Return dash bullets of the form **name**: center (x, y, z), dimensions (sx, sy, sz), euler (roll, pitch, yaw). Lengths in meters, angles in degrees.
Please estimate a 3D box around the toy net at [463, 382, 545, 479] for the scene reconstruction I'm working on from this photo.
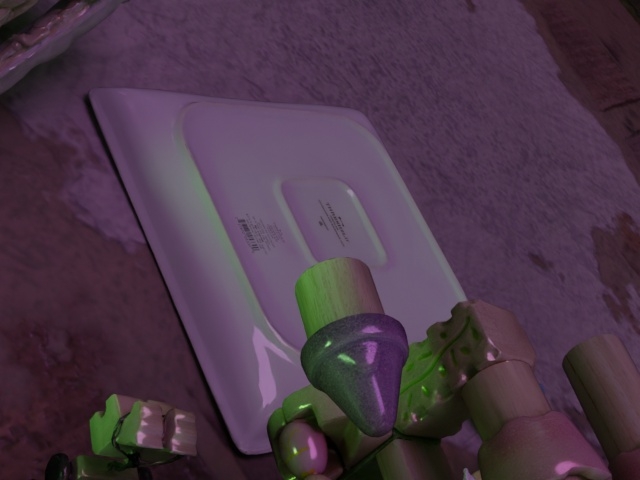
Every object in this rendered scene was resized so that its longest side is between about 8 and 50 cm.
- **toy net**: center (0.149, 0.204, 0.870), dimensions (0.232, 0.045, 0.122), euler (-42, 120, -50)

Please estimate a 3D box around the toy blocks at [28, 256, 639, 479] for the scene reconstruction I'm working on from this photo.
- **toy blocks**: center (0.045, 0.204, 0.549), dimensions (0.309, 0.288, 0.260), euler (19, 38, -37)

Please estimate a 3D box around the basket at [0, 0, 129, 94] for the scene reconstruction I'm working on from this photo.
- **basket**: center (-0.272, -0.290, 0.635), dimensions (0.331, 0.266, 0.328), euler (46, 63, 1)

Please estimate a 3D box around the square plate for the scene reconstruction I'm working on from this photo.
- **square plate**: center (0.000, 0.000, 0.904), dimensions (0.344, 0.049, 0.347), euler (-2, 57, -47)
